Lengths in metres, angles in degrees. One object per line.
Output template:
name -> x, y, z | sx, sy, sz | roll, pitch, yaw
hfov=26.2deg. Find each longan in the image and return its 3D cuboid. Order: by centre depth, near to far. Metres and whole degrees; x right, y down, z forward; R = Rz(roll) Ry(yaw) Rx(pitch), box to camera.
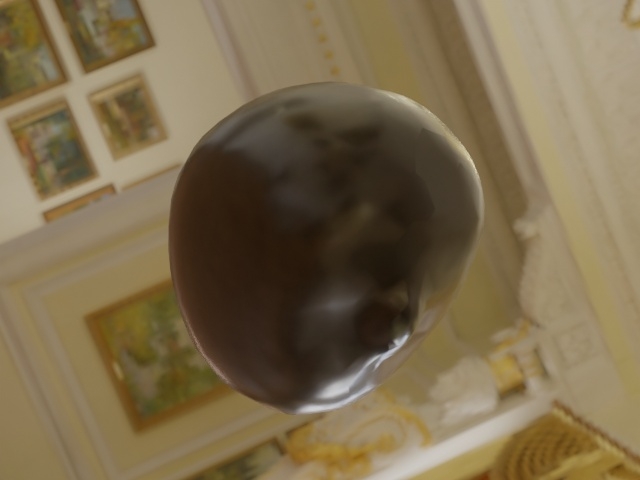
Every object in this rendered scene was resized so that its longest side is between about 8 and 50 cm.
longan -> 0.000, 0.000, 0.731 | 0.189, 0.189, 0.189 | 156, -90, -82
